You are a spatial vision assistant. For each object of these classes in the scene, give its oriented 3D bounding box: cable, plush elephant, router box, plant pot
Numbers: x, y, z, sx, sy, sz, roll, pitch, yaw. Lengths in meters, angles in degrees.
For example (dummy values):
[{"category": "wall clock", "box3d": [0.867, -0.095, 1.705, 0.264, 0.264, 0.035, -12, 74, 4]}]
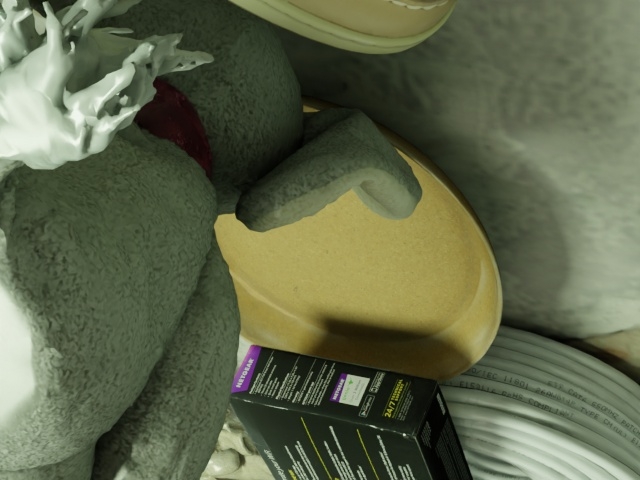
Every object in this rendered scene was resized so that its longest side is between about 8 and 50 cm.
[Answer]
[{"category": "cable", "box3d": [0.131, 0.153, 0.812, 0.257, 0.089, 0.257, 5, 145, 29]}, {"category": "plush elephant", "box3d": [-0.111, -0.023, 0.503, 0.272, 0.255, 0.330, 47, 124, -1]}, {"category": "router box", "box3d": [0.029, 0.147, 0.740, 0.133, 0.046, 0.179, 8, 142, 27]}, {"category": "plant pot", "box3d": [0.000, 0.000, 0.675, 0.236, 0.032, 0.236, 17, 139, 16]}]

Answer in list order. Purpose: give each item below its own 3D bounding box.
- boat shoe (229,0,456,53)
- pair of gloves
[{"category": "boat shoe", "box3d": [-0.040, -0.183, 0.365, 0.302, 0.109, 0.098, 44, 146, -23]}, {"category": "pair of gloves", "box3d": [-0.097, 0.200, 1.065, 0.240, 0.042, 0.204, 24, 151, -36]}]
